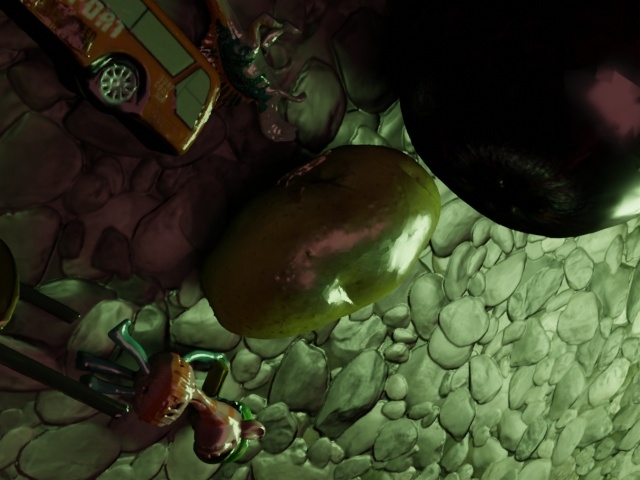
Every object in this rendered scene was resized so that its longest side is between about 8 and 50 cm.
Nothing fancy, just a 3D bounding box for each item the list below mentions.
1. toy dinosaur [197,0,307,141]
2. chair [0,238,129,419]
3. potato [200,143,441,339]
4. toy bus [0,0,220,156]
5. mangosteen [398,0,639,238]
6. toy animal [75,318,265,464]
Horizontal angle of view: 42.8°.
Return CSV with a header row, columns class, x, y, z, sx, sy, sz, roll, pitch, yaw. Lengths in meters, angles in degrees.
class,x,y,z,sx,sy,sz,roll,pitch,yaw
toy dinosaur,-0.077,-0.161,0.726,0.187,0.044,0.106,23,114,-39
chair,-0.298,0.070,0.615,0.172,0.159,0.247,-37,128,-10
potato,0.000,0.000,0.790,0.248,0.143,0.169,-32,130,-6
toy bus,-0.224,-0.213,0.569,0.092,0.093,0.409,-51,130,-9
mangosteen,0.231,-0.154,0.778,0.300,0.300,0.300,-14,119,-27
toy animal,-0.140,0.147,0.811,0.208,0.100,0.103,38,50,-36
